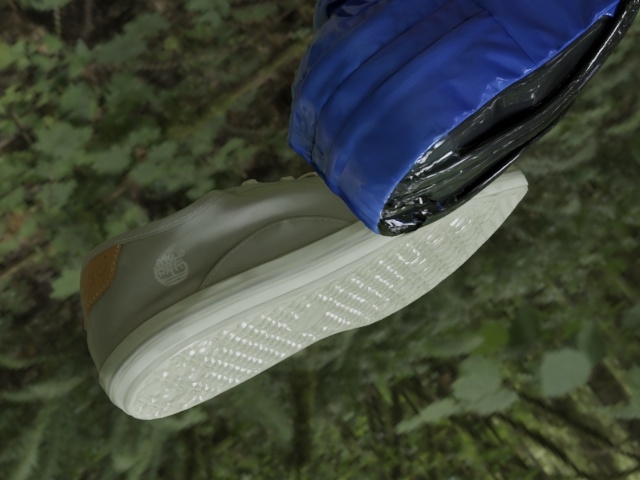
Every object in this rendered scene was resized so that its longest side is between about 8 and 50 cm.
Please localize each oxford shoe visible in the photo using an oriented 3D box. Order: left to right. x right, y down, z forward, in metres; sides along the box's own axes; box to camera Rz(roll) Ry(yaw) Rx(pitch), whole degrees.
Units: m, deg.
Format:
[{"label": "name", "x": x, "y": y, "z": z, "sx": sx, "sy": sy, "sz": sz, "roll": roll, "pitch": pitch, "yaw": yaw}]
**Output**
[{"label": "oxford shoe", "x": 0.000, "y": 0.000, "z": 0.979, "sx": 0.449, "sy": 0.130, "sz": 0.169, "roll": -20, "pitch": 151, "yaw": -38}]

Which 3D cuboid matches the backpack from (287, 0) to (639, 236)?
[{"label": "backpack", "x": 0.041, "y": -0.065, "z": 0.461, "sx": 0.120, "sy": 0.101, "sz": 0.098, "roll": -43, "pitch": 165, "yaw": -15}]
